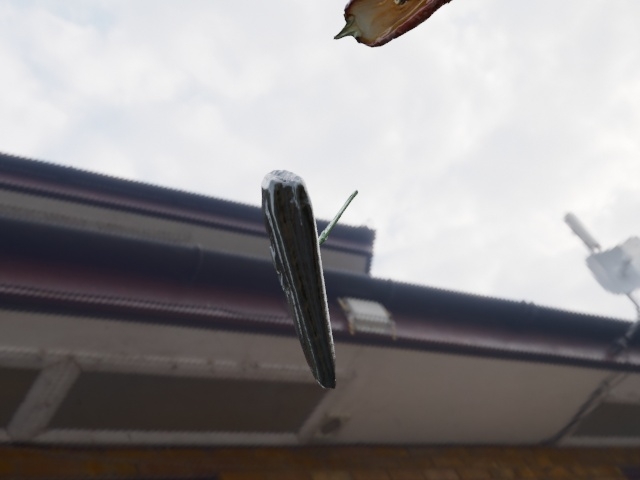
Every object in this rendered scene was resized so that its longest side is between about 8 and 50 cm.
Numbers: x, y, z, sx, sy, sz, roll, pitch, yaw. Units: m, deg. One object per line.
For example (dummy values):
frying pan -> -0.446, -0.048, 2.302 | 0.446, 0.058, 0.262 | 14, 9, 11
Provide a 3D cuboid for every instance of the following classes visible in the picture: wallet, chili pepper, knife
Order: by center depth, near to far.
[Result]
chili pepper -> 0.083, -0.187, 0.730 | 0.178, 0.027, 0.045 | -26, -75, 31
wallet -> -0.028, 0.042, 1.192 | 0.052, 0.168, 0.245 | -13, -81, -9
knife -> 0.000, 0.000, 1.698 | 0.014, 0.030, 0.207 | 36, -90, -8
